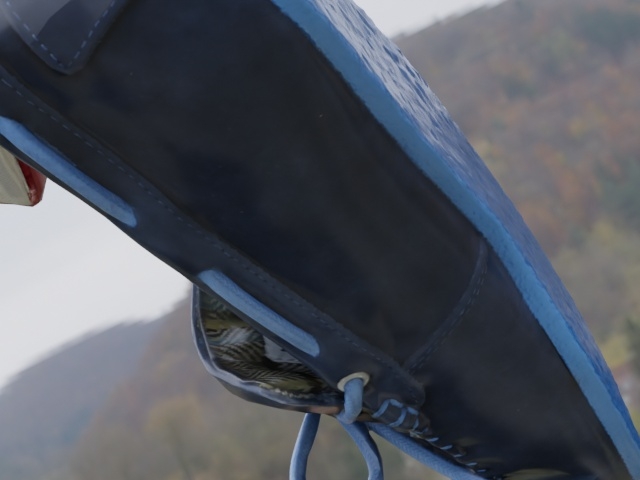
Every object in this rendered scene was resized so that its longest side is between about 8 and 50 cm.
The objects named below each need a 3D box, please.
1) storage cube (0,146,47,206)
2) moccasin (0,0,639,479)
[{"bbox_3d":[-0.190,-0.141,0.706,0.183,0.193,0.215,0,-35,10],"label":"storage cube"},{"bbox_3d":[0.000,0.000,0.681,0.117,0.342,0.138,-34,38,9],"label":"moccasin"}]
